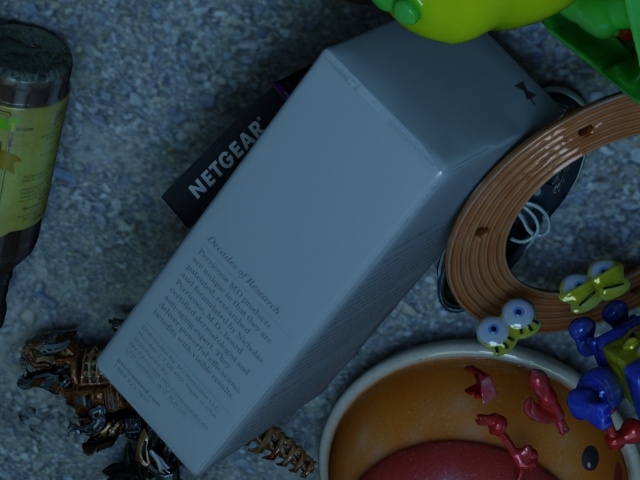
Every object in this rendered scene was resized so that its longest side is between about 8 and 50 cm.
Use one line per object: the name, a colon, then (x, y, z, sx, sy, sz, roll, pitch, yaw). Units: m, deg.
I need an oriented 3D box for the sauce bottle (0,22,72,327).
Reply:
sauce bottle: (-0.330, -0.050, 2.009, 0.111, 0.111, 0.344, 16, 123, 1)

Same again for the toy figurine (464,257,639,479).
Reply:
toy figurine: (0.341, 0.122, 1.823, 0.362, 0.217, 0.191, -24, 110, -14)

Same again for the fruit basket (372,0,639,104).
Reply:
fruit basket: (0.177, -0.288, 1.611, 0.392, 0.283, 0.392, -8, 117, -16)

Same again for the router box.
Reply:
router box: (-0.059, -0.096, 1.909, 0.046, 0.133, 0.179, 49, 121, 4)

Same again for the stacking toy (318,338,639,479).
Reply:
stacking toy: (0.137, 0.359, 1.957, 0.350, 0.480, 0.351, 5, 124, 8)

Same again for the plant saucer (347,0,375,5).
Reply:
plant saucer: (0.048, -0.333, 1.793, 0.277, 0.041, 0.278, 6, 123, 9)

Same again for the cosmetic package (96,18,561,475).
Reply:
cosmetic package: (0.000, 0.000, 1.867, 0.161, 0.230, 0.453, 47, 126, 11)

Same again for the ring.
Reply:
ring: (0.270, -0.032, 1.858, 0.336, 0.032, 0.337, -16, 142, -13)

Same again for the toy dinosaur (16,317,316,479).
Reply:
toy dinosaur: (-0.175, 0.203, 2.130, 0.322, 0.164, 0.218, 24, 110, 21)

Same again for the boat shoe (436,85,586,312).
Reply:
boat shoe: (0.183, -0.036, 1.932, 0.095, 0.079, 0.254, 33, 122, 1)
